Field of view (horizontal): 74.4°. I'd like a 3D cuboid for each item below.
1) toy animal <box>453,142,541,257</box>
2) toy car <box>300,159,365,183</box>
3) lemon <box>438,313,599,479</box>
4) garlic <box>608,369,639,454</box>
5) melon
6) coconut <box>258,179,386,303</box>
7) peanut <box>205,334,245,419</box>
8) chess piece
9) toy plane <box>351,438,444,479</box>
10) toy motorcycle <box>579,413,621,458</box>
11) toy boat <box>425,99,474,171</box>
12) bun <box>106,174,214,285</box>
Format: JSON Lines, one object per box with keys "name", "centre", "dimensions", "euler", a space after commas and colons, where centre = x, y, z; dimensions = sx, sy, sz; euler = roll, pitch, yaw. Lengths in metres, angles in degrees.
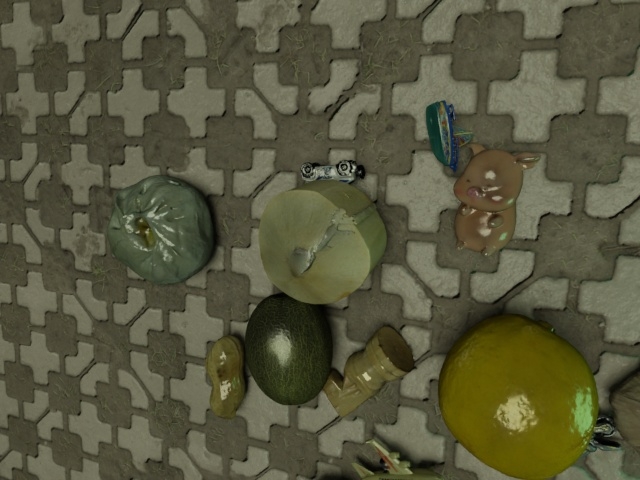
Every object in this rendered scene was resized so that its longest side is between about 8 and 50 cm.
{"name": "toy animal", "centre": [0.394, -0.091, 0.984], "dimensions": [0.166, 0.154, 0.250], "euler": [16, 119, 27]}
{"name": "toy car", "centre": [0.034, -0.179, 1.132], "dimensions": [0.170, 0.080, 0.071], "euler": [0, 99, 18]}
{"name": "lemon", "centre": [0.429, 0.338, 0.937], "dimensions": [0.347, 0.348, 0.348], "euler": [2, 98, 18]}
{"name": "garlic", "centre": [0.748, 0.374, 0.885], "dimensions": [0.218, 0.212, 0.219], "euler": [-4, 77, 17]}
{"name": "melon", "centre": [-0.085, 0.293, 1.147], "dimensions": [0.237, 0.237, 0.302], "euler": [-4, 96, 19]}
{"name": "coconut", "centre": [0.000, 0.000, 1.044], "dimensions": [0.322, 0.323, 0.323], "euler": [2, 98, 18]}
{"name": "peanut", "centre": [-0.298, 0.423, 1.302], "dimensions": [0.125, 0.111, 0.275], "euler": [5, 98, 22]}
{"name": "chess piece", "centre": [0.116, 0.376, 1.166], "dimensions": [0.137, 0.137, 0.301], "euler": [45, 119, 9]}
{"name": "toy plane", "centre": [0.215, 0.660, 1.164], "dimensions": [0.256, 0.104, 0.242], "euler": [-19, 88, 20]}
{"name": "toy motorcycle", "centre": [0.617, 0.479, 1.028], "dimensions": [0.193, 0.061, 0.124], "euler": [-5, 94, 21]}
{"name": "toy boat", "centre": [0.326, -0.256, 1.031], "dimensions": [0.110, 0.091, 0.175], "euler": [-12, 97, -8]}
{"name": "bun", "centre": [-0.496, -0.028, 1.269], "dimensions": [0.354, 0.194, 0.355], "euler": [2, 95, 17]}
